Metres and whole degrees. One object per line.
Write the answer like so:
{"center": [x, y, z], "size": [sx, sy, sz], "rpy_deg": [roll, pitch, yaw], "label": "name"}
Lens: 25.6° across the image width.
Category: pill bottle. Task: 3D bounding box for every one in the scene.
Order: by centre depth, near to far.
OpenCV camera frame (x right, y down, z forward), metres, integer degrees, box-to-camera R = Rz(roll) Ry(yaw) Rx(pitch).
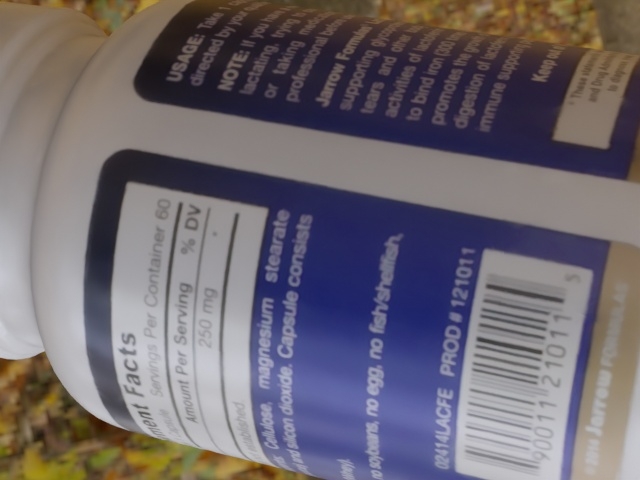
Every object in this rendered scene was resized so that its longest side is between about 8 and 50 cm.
{"center": [0.000, 0.000, 0.468], "size": [0.264, 0.153, 0.153], "rpy_deg": [12, -177, 16], "label": "pill bottle"}
